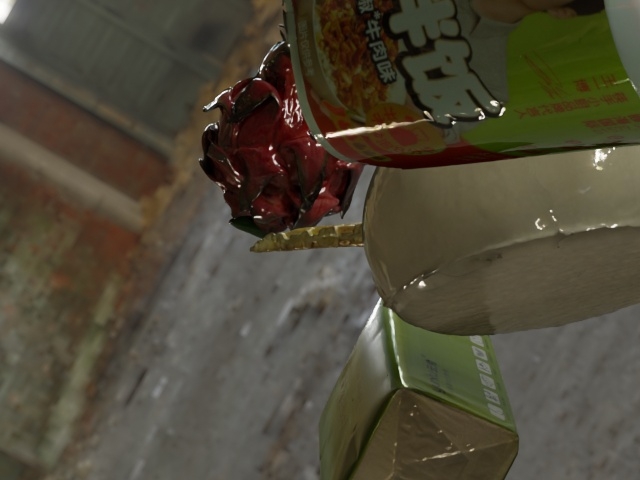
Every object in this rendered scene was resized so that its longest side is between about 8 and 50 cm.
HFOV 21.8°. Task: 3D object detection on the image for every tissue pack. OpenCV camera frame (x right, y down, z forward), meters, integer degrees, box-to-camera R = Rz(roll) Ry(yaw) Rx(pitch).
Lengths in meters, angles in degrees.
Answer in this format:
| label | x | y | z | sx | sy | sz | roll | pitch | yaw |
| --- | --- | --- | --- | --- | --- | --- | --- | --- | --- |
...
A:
| label | x | y | z | sx | sy | sz | roll | pitch | yaw |
| --- | --- | --- | --- | --- | --- | --- | --- | --- | --- |
| tissue pack | 0.103 | 0.214 | 1.873 | 0.275 | 0.167 | 0.200 | -90 | 23 | -71 |

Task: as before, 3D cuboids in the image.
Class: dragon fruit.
| label | x | y | z | sx | sy | sz | roll | pitch | yaw |
| --- | --- | --- | --- | --- | --- | --- | --- | --- | --- |
| dragon fruit | -0.037 | -0.142 | 2.194 | 0.234 | 0.233 | 0.293 | -75 | -1 | -57 |

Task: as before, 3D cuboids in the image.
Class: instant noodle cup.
| label | x | y | z | sx | sy | sz | roll | pitch | yaw |
| --- | --- | --- | --- | --- | --- | --- | --- | --- | --- |
| instant noodle cup | 0.150 | -0.173 | 1.167 | 0.307 | 0.294 | 0.294 | -11 | 42 | 39 |

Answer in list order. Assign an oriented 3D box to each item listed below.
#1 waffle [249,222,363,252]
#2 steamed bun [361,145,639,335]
| label | x | y | z | sx | sy | sz | roll | pitch | yaw |
| --- | --- | --- | --- | --- | --- | --- | --- | --- | --- |
| waffle | 0.000 | 0.000 | 1.917 | 0.125 | 0.191 | 0.032 | -25 | -71 | -81 |
| steamed bun | 0.222 | -0.056 | 1.680 | 0.374 | 0.374 | 0.241 | 138 | 128 | -60 |
